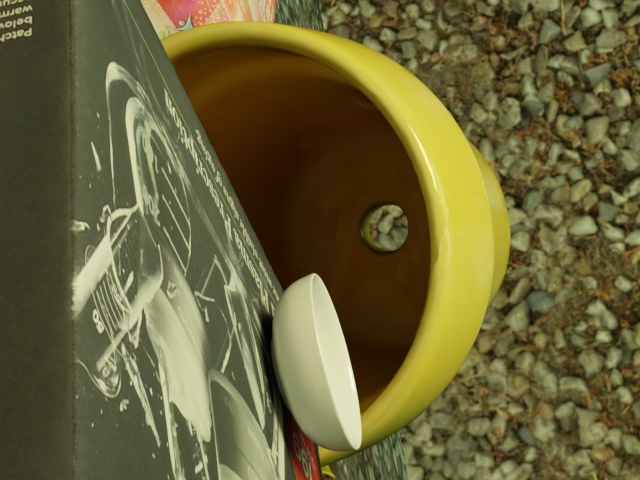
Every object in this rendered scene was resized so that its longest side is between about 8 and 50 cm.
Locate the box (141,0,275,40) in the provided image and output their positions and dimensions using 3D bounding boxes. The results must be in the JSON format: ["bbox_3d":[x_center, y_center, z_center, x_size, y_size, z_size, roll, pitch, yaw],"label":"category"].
[{"bbox_3d":[-0.121,-0.188,1.223,0.300,0.154,0.142,-89,162,-57],"label":"box"}]

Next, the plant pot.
[{"bbox_3d":[0.000,0.000,1.045,0.239,0.254,0.254,-8,84,-65],"label":"plant pot"}]

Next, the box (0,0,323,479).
[{"bbox_3d":[-0.117,0.092,0.711,0.343,0.179,0.312,66,14,-50],"label":"box"}]

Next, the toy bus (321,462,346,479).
[{"bbox_3d":[-0.055,0.193,1.146,0.211,0.149,0.220,-119,-170,-55],"label":"toy bus"}]

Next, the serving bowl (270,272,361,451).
[{"bbox_3d":[-0.005,0.059,0.800,0.083,0.027,0.083,-15,90,-82],"label":"serving bowl"}]
